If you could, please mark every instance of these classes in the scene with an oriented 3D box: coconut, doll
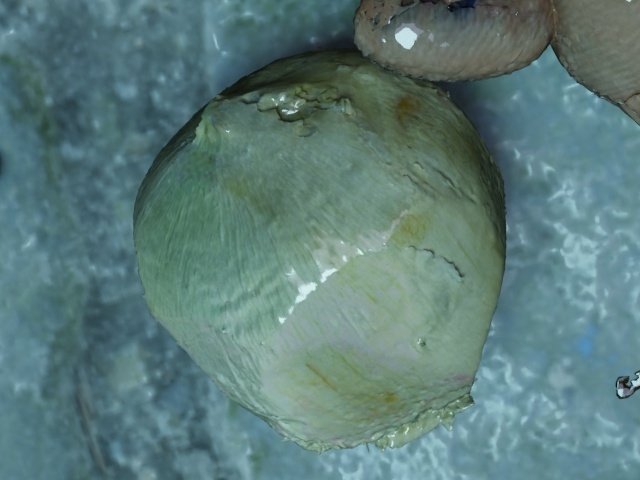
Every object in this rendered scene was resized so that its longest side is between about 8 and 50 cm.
[{"bbox_3d":[0.001,-0.003,0.867,0.194,0.194,0.194,0,100,2],"label":"coconut"},{"bbox_3d":[0.078,-0.166,0.837,0.303,0.156,0.201,12,59,-7],"label":"doll"}]

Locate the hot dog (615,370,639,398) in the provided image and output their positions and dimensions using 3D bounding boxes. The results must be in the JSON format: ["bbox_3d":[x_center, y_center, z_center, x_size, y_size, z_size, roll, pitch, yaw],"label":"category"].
[{"bbox_3d":[0.226,0.168,0.937,0.194,0.107,0.326,24,99,-2],"label":"hot dog"}]
